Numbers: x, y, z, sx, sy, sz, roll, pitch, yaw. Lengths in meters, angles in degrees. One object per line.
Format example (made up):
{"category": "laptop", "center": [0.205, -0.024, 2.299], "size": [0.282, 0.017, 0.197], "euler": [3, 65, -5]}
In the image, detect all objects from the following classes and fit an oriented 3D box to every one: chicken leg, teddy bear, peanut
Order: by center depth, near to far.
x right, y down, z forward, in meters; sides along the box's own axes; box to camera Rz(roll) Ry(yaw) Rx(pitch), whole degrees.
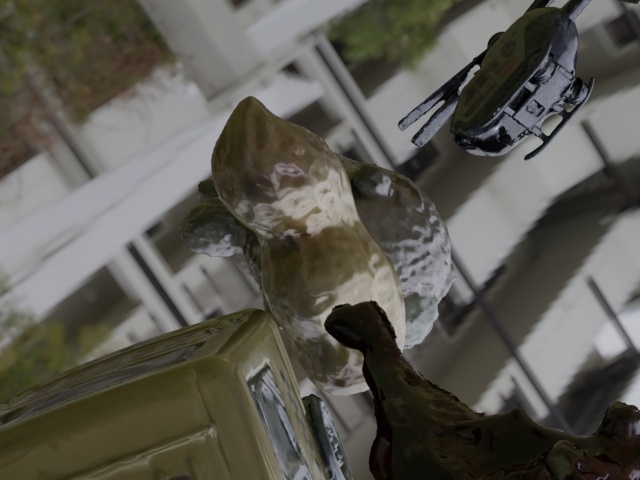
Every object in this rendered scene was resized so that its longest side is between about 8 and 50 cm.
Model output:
{"category": "chicken leg", "center": [0.068, 0.091, 0.656], "size": [0.219, 0.048, 0.089], "euler": [20, -103, 48]}
{"category": "peanut", "center": [-0.007, 0.002, 1.076], "size": [0.086, 0.227, 0.104], "euler": [-14, -153, 21]}
{"category": "teddy bear", "center": [0.001, -0.001, 1.337], "size": [0.267, 0.236, 0.151], "euler": [-167, -91, -69]}

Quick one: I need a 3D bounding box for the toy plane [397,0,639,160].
{"category": "toy plane", "center": [0.081, -0.072, 0.595], "size": [0.120, 0.031, 0.049], "euler": [-48, -141, 12]}

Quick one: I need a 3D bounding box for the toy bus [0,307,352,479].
{"category": "toy bus", "center": [-0.043, 0.231, 0.784], "size": [0.177, 0.365, 0.202], "euler": [-21, -178, 5]}
